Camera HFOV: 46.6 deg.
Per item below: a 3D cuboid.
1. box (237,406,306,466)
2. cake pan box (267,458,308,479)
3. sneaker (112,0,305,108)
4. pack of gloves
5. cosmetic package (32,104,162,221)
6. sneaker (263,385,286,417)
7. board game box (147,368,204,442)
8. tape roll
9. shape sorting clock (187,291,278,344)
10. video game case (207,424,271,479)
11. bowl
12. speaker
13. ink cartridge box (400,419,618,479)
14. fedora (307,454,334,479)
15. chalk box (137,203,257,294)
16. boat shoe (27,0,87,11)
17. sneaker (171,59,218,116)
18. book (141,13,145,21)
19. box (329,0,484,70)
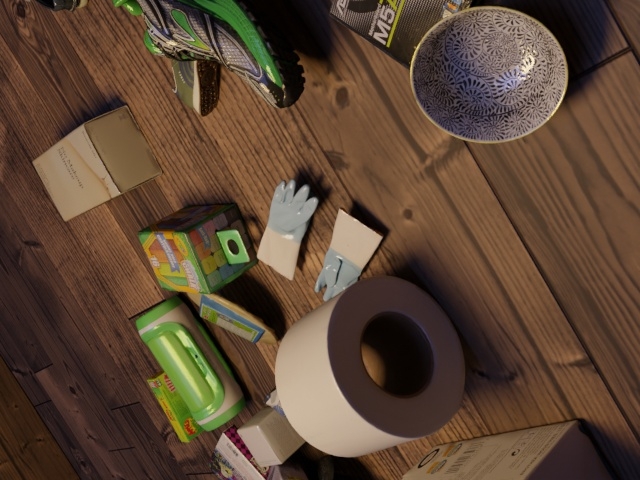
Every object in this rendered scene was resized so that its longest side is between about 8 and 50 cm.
[{"bbox_3d":[-0.105,0.422,1.613,0.102,0.087,0.101,58,142,-2],"label":"box"},{"bbox_3d":[-0.093,0.605,1.545,0.070,0.267,0.246,15,172,-5],"label":"cake pan box"},{"bbox_3d":[-0.160,-0.299,1.077,0.343,0.134,0.146,43,103,17],"label":"sneaker"},{"bbox_3d":[0.000,0.000,1.252,0.195,0.046,0.232,33,141,10],"label":"pack of gloves"},{"bbox_3d":[-0.481,-0.156,1.579,0.309,0.113,0.160,-15,104,51],"label":"cosmetic package"},{"bbox_3d":[-0.045,0.301,1.481,0.081,0.080,0.211,43,150,6],"label":"sneaker"},{"bbox_3d":[-0.344,0.398,1.844,0.043,0.092,0.181,-14,106,51],"label":"board game box"},{"bbox_3d":[0.074,0.194,1.134,0.246,0.246,0.169,55,142,2],"label":"tape roll"},{"bbox_3d":[-0.174,0.149,1.476,0.206,0.040,0.206,23,161,8],"label":"shape sorting clock"},{"bbox_3d":[-0.177,0.594,1.849,0.232,0.042,0.210,43,140,16],"label":"video game case"},{"bbox_3d":[0.191,-0.201,0.838,0.170,0.080,0.170,9,134,9],"label":"bowl"},{"bbox_3d":[-0.292,0.276,1.677,0.131,0.131,0.296,-30,93,52],"label":"speaker"},{"bbox_3d":[0.216,0.427,1.128,0.395,0.270,0.151,-31,89,52],"label":"ink cartridge box"},{"bbox_3d":[0.030,0.603,1.512,0.152,0.334,0.334,17,137,-4],"label":"fedora"},{"bbox_3d":[-0.219,0.015,1.405,0.213,0.132,0.132,0,116,47],"label":"chalk box"},{"bbox_3d":[-0.553,-0.505,1.430,0.254,0.079,0.095,37,139,22],"label":"boat shoe"},{"bbox_3d":[-0.213,-0.300,1.226,0.086,0.064,0.192,34,140,18],"label":"sneaker"},{"bbox_3d":[-0.256,-0.402,1.176,0.035,0.096,0.144,-23,98,51],"label":"book"},{"bbox_3d":[0.110,-0.313,0.894,0.184,0.045,0.191,39,138,17],"label":"box"}]
